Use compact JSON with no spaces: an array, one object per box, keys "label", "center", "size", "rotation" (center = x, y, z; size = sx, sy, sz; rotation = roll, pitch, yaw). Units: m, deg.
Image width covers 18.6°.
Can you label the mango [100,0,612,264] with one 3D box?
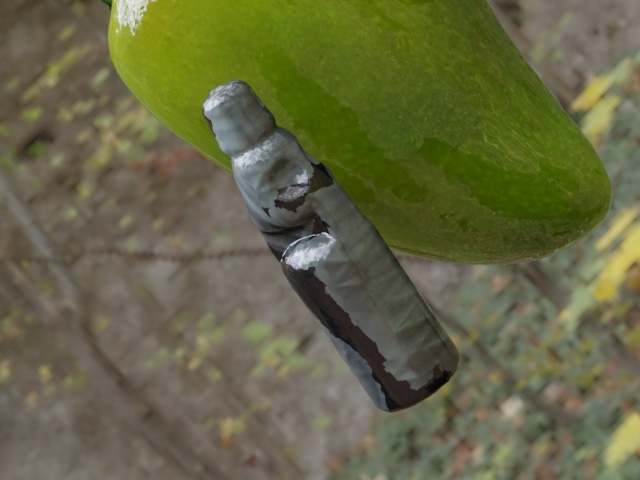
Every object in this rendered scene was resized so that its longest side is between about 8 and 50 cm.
[{"label":"mango","center":[0.029,-0.099,1.215],"size":[0.192,0.343,0.156],"rotation":[-55,9,29]}]

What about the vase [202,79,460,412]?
[{"label":"vase","center":[0.000,0.000,1.110],"size":[0.060,0.211,0.060],"rotation":[-34,12,8]}]
